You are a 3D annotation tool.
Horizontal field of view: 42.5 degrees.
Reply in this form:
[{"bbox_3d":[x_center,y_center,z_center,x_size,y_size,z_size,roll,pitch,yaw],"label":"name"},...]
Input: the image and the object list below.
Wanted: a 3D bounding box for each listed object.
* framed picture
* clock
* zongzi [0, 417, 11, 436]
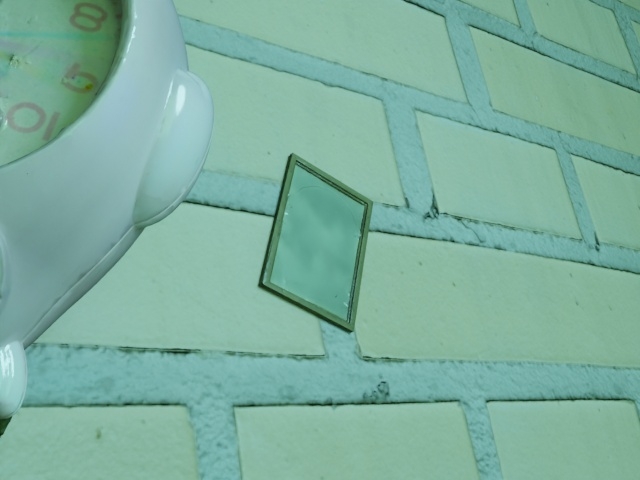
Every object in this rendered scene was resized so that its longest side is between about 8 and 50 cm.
[{"bbox_3d":[0.000,0.000,1.021,0.136,0.010,0.201,30,51,-25],"label":"framed picture"},{"bbox_3d":[-0.280,-0.075,0.641,0.368,0.250,0.377,17,69,-1],"label":"clock"},{"bbox_3d":[-0.328,0.099,0.681,0.154,0.062,0.130,6,41,-20],"label":"zongzi"}]
